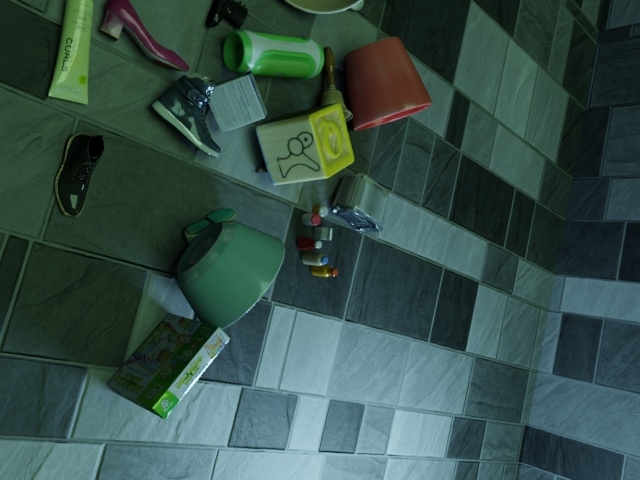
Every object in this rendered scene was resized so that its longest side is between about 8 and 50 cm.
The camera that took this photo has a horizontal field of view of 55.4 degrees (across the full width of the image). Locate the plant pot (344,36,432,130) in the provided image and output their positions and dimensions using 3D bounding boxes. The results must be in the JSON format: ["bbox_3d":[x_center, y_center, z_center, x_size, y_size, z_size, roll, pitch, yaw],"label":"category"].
[{"bbox_3d":[0.206,-0.521,2.020,0.275,0.275,0.243,-20,95,-40],"label":"plant pot"}]

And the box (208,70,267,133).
[{"bbox_3d":[-0.234,-0.384,1.693,0.072,0.137,0.126,-87,158,-67],"label":"box"}]

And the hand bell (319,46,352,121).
[{"bbox_3d":[0.034,-0.511,1.974,0.126,0.126,0.242,6,77,-42],"label":"hand bell"}]

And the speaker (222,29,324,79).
[{"bbox_3d":[-0.132,-0.540,1.785,0.296,0.131,0.131,-10,99,-41],"label":"speaker"}]

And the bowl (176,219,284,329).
[{"bbox_3d":[-0.259,0.067,1.607,0.163,0.311,0.311,44,64,-24],"label":"bowl"}]

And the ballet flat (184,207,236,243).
[{"bbox_3d":[-0.312,-0.040,1.718,0.168,0.057,0.052,-28,141,-34],"label":"ballet flat"}]

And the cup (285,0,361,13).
[{"bbox_3d":[0.009,-0.882,1.798,0.331,0.331,0.237,28,49,-40],"label":"cup"}]

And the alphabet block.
[{"bbox_3d":[-0.043,-0.285,1.810,0.193,0.197,0.192,-41,121,-51],"label":"alphabet block"}]

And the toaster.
[{"bbox_3d":[0.133,-0.129,2.059,0.227,0.129,0.146,31,68,-37],"label":"toaster"}]

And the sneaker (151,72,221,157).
[{"bbox_3d":[-0.311,-0.339,1.629,0.163,0.086,0.226,-46,125,1],"label":"sneaker"}]

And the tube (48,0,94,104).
[{"bbox_3d":[-0.578,-0.449,1.436,0.070,0.062,0.240,9,92,-2],"label":"tube"}]

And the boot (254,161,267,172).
[{"bbox_3d":[-0.165,-0.264,1.835,0.106,0.037,0.114,-22,111,-52],"label":"boot"}]

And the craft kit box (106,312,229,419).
[{"bbox_3d":[-0.385,0.305,1.533,0.246,0.250,0.061,-55,126,-26],"label":"craft kit box"}]

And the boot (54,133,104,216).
[{"bbox_3d":[-0.557,-0.154,1.419,0.077,0.137,0.198,1,93,-42],"label":"boot"}]

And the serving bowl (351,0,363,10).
[{"bbox_3d":[0.107,-0.815,2.051,0.083,0.027,0.083,-4,97,-42],"label":"serving bowl"}]

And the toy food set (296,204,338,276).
[{"bbox_3d":[0.000,0.000,1.957,0.111,0.104,0.232,7,88,-42],"label":"toy food set"}]

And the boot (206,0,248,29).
[{"bbox_3d":[-0.262,-0.632,1.720,0.099,0.045,0.121,28,74,-43],"label":"boot"}]

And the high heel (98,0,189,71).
[{"bbox_3d":[-0.429,-0.526,1.549,0.244,0.082,0.117,23,87,-28],"label":"high heel"}]
